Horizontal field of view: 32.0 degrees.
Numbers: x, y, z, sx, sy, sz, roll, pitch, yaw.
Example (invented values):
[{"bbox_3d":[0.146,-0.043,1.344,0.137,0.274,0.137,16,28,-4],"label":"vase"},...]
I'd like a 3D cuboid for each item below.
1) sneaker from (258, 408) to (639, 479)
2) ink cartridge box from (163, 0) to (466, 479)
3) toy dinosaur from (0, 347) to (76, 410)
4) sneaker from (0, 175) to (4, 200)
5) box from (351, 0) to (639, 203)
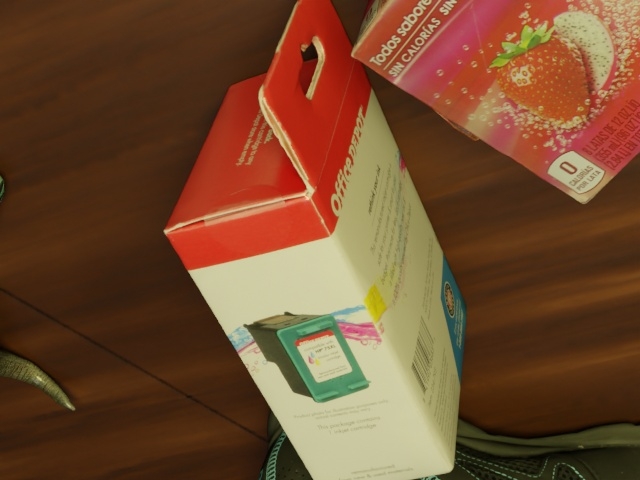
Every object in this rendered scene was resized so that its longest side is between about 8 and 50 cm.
[{"bbox_3d":[0.127,0.184,0.681,0.341,0.139,0.125,9,126,2],"label":"sneaker"},{"bbox_3d":[0.000,0.000,0.566,0.078,0.134,0.231,-14,123,21],"label":"ink cartridge box"},{"bbox_3d":[-0.303,0.056,0.677,0.314,0.121,0.160,29,140,-6],"label":"toy dinosaur"},{"bbox_3d":[-0.233,-0.018,0.657,0.069,0.038,0.098,33,126,-16],"label":"sneaker"},{"bbox_3d":[0.134,-0.156,0.424,0.123,0.128,0.257,31,127,-12],"label":"box"}]
